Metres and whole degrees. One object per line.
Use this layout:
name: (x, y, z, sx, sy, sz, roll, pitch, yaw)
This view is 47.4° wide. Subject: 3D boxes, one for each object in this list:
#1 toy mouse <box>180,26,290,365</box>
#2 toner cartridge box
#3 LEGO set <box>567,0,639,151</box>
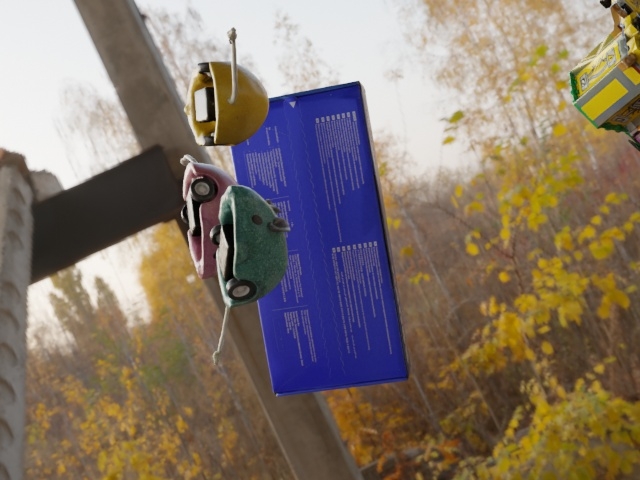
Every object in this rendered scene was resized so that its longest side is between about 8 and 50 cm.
toy mouse: (-0.042, -0.011, 0.353, 0.031, 0.143, 0.161, -6, 3, -21)
toner cartridge box: (0.000, 0.000, 0.873, 0.165, 0.347, 0.075, -9, 3, 9)
LEGO set: (0.347, -0.099, 0.452, 0.255, 0.331, 0.192, -31, -10, -28)
